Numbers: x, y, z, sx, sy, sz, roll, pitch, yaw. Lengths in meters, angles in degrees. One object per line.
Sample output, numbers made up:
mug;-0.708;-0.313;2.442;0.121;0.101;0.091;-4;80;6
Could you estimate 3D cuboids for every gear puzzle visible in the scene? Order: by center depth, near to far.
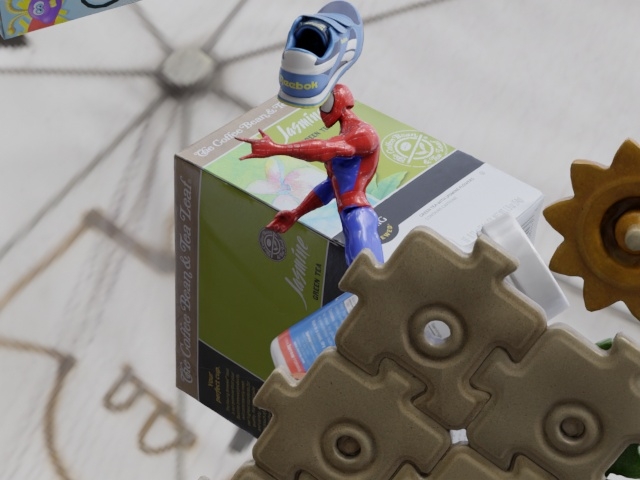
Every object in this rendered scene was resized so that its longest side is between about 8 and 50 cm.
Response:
gear puzzle;0.072;0.081;0.790;0.175;0.044;0.339;35;-66;1

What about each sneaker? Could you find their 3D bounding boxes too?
sneaker;0.003;-0.175;1.402;0.053;0.144;0.059;9;-48;14

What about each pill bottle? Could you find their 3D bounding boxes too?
pill bottle;0.082;0.074;1.277;0.221;0.124;0.124;-32;-67;4

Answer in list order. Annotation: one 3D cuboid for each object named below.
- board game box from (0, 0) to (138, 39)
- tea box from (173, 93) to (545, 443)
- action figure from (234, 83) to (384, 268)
board game box;-0.158;-0.291;1.290;0.144;0.275;0.142;51;-28;40
tea box;0.029;0.058;1.688;0.323;0.220;0.329;29;-45;27
action figure;0.000;0.000;1.402;0.139;0.280;0.091;-5;-11;-7
